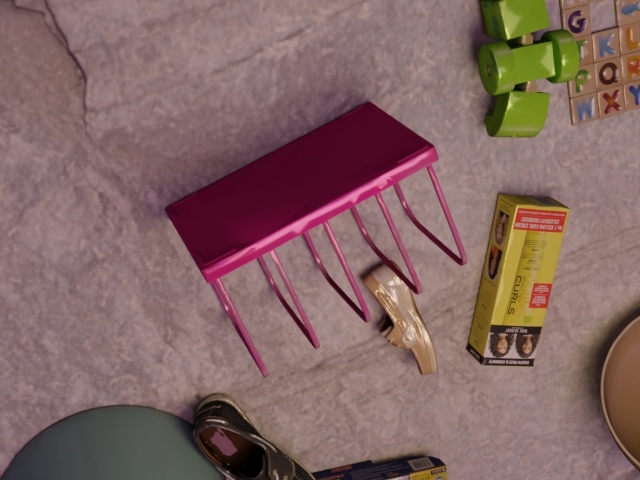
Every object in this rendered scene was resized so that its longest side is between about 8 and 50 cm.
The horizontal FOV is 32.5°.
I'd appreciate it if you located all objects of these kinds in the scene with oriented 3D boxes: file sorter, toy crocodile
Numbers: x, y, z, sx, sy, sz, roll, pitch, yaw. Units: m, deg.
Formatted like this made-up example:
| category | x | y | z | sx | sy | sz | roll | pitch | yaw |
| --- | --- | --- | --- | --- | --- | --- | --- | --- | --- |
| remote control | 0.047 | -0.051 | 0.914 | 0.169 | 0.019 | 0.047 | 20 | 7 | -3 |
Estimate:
| category | x | y | z | sx | sy | sz | roll | pitch | yaw |
| --- | --- | --- | --- | --- | --- | --- | --- | --- | --- |
| file sorter | 0.000 | 0.000 | 1.312 | 0.291 | 0.202 | 0.182 | -28 | 117 | -7 |
| toy crocodile | 0.238 | -0.289 | 1.352 | 0.115 | 0.105 | 0.340 | -13 | 107 | -13 |

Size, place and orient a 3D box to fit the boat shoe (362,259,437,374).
| category | x | y | z | sx | sy | sz | roll | pitch | yaw |
| --- | --- | --- | --- | --- | --- | --- | --- | --- | --- |
| boat shoe | 0.104 | 0.110 | 1.461 | 0.059 | 0.063 | 0.170 | -25 | 105 | -6 |

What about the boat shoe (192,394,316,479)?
| category | x | y | z | sx | sy | sz | roll | pitch | yaw |
| --- | --- | --- | --- | --- | --- | --- | --- | --- | --- |
| boat shoe | -0.078 | 0.304 | 1.427 | 0.084 | 0.079 | 0.233 | -42 | 102 | 6 |

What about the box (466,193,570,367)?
| category | x | y | z | sx | sy | sz | roll | pitch | yaw |
| --- | --- | --- | --- | --- | --- | --- | --- | --- | --- |
| box | 0.268 | 0.056 | 1.493 | 0.087 | 0.058 | 0.232 | 5 | 106 | -19 |

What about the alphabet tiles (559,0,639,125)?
| category | x | y | z | sx | sy | sz | roll | pitch | yaw |
| --- | --- | --- | --- | --- | --- | --- | --- | --- | --- |
| alphabet tiles | 0.432 | -0.275 | 1.462 | 0.237 | 0.009 | 0.198 | -16 | 112 | -12 |

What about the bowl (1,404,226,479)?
| category | x | y | z | sx | sy | sz | roll | pitch | yaw |
| --- | --- | --- | --- | --- | --- | --- | --- | --- | --- |
| bowl | -0.252 | 0.381 | 1.379 | 0.312 | 0.163 | 0.311 | -5 | 109 | -16 |

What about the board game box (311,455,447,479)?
| category | x | y | z | sx | sy | sz | roll | pitch | yaw |
| --- | --- | --- | --- | --- | --- | --- | --- | --- | --- |
| board game box | 0.082 | 0.409 | 1.552 | 0.194 | 0.060 | 0.194 | -9 | 111 | -15 |

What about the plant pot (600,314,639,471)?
| category | x | y | z | sx | sy | sz | roll | pitch | yaw |
| --- | --- | --- | --- | --- | --- | --- | --- | --- | --- |
| plant pot | 0.546 | 0.248 | 1.560 | 0.284 | 0.284 | 0.191 | -34 | 148 | -5 |
